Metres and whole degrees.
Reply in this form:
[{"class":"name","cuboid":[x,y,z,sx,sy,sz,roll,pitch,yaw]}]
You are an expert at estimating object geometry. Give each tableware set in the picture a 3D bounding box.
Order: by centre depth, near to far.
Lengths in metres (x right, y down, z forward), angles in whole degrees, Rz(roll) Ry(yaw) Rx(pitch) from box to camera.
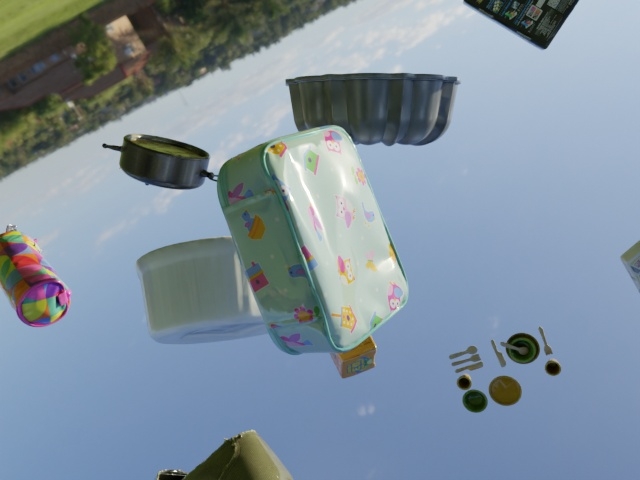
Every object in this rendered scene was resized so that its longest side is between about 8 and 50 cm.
[{"class":"tableware set","cuboid":[0.272,0.195,0.939,0.154,0.104,0.024,-22,-176,20]}]

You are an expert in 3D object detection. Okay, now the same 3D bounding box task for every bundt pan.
[{"class":"bundt pan","cuboid":[0.096,-0.240,1.210,0.331,0.124,0.331,0,-170,0]}]

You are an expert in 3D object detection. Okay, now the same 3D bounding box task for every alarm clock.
[{"class":"alarm clock","cuboid":[-0.218,-0.111,0.965,0.192,0.064,0.129,16,-165,15]}]

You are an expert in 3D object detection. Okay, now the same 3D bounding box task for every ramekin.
[{"class":"ramekin","cuboid":[-0.168,0.093,1.091,0.278,0.135,0.277,-8,167,-2]}]

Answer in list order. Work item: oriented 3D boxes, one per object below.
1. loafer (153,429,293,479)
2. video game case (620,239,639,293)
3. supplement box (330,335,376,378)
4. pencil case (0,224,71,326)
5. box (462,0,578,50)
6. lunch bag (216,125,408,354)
[{"class":"loafer","cuboid":[-0.111,0.242,0.549,0.251,0.094,0.087,-39,-127,25]},{"class":"video game case","cuboid":[0.692,0.017,1.214,0.227,0.206,0.026,-42,-143,6]},{"class":"supplement box","cuboid":[0.030,0.155,1.283,0.080,0.078,0.233,-21,-128,-15]},{"class":"pencil case","cuboid":[-0.537,0.063,1.176,0.104,0.104,0.236,-36,-135,-18]},{"class":"box","cuboid":[0.385,-0.476,1.128,0.220,0.175,0.051,-60,177,19]},{"class":"lunch bag","cuboid":[0.000,0.000,0.825,0.108,0.279,0.224,-15,-172,36]}]
